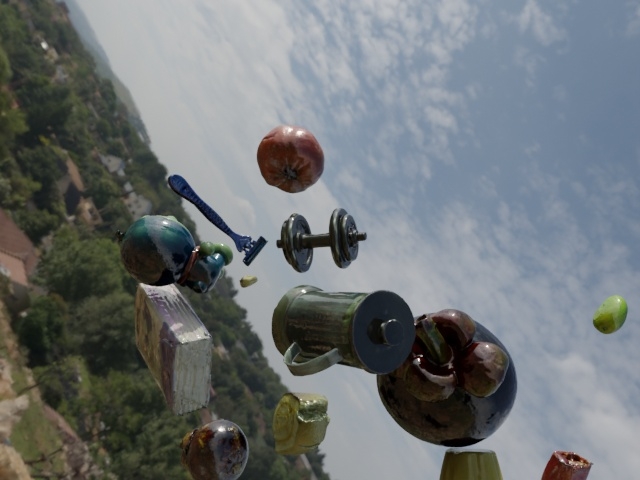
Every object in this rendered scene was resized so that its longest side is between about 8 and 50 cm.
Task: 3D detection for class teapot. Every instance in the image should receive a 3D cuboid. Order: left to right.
[{"bbox_3d":[0.036,0.216,1.339,0.337,0.271,0.200,-6,-67,54],"label":"teapot"}]

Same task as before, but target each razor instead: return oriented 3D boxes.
[{"bbox_3d":[-0.290,-0.063,1.582,0.324,0.093,0.056,43,-19,-23],"label":"razor"}]

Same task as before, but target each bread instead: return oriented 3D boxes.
[{"bbox_3d":[-0.054,0.559,1.791,0.257,0.124,0.185,136,-37,-57],"label":"bread"}]

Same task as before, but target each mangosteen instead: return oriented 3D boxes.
[{"bbox_3d":[-0.322,0.618,1.711,0.217,0.192,0.192,5,-50,36],"label":"mangosteen"},{"bbox_3d":[0.342,0.345,1.576,0.382,0.383,0.434,55,-24,38],"label":"mangosteen"}]

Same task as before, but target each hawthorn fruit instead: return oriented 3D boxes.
[{"bbox_3d":[-0.105,-0.306,2.060,0.271,0.242,0.241,-95,171,-48],"label":"hawthorn fruit"}]

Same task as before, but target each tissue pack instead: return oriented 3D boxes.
[{"bbox_3d":[-0.418,0.287,1.638,0.344,0.126,0.242,39,-51,49],"label":"tissue pack"}]

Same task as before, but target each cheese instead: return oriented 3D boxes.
[{"bbox_3d":[-0.190,0.106,1.531,0.083,0.044,0.030,155,-83,-77],"label":"cheese"}]

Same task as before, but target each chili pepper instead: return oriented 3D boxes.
[{"bbox_3d":[0.443,0.450,1.074,0.071,0.073,0.123,22,-74,33],"label":"chili pepper"}]

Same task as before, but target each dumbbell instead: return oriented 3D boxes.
[{"bbox_3d":[0.000,0.000,1.788,0.192,0.290,0.191,-6,90,-71],"label":"dumbbell"}]

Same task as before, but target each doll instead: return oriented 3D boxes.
[{"bbox_3d":[-0.408,0.044,1.608,0.186,0.322,0.198,-85,-159,-50],"label":"doll"}]

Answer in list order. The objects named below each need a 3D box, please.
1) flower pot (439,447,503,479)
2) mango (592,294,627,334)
[{"bbox_3d":[0.415,0.668,1.606,0.195,0.195,0.179,103,-10,-74],"label":"flower pot"},{"bbox_3d":[0.720,0.182,1.444,0.056,0.108,0.073,36,-24,-16],"label":"mango"}]
